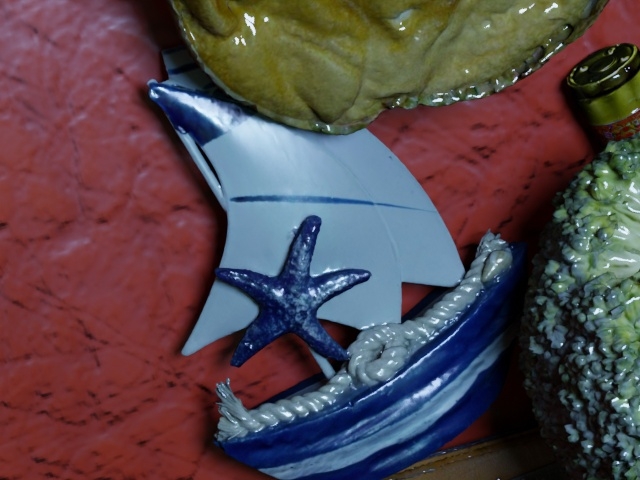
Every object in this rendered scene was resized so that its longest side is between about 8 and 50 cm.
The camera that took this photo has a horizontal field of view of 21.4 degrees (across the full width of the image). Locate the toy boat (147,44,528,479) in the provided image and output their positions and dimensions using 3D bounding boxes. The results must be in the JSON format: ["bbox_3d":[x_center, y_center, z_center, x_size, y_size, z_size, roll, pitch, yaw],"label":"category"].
[{"bbox_3d":[-0.014,0.028,1.004,0.291,0.070,0.210,36,87,-19],"label":"toy boat"}]

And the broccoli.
[{"bbox_3d":[0.279,0.049,0.940,0.361,0.221,0.252,-21,138,33],"label":"broccoli"}]

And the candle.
[{"bbox_3d":[0.204,-0.058,1.056,0.052,0.052,0.131,-36,113,-6],"label":"candle"}]

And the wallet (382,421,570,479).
[{"bbox_3d":[0.112,0.204,1.055,0.195,0.042,0.161,-16,70,-11],"label":"wallet"}]

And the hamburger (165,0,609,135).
[{"bbox_3d":[0.047,-0.199,0.904,0.285,0.134,0.265,-15,137,4],"label":"hamburger"}]
